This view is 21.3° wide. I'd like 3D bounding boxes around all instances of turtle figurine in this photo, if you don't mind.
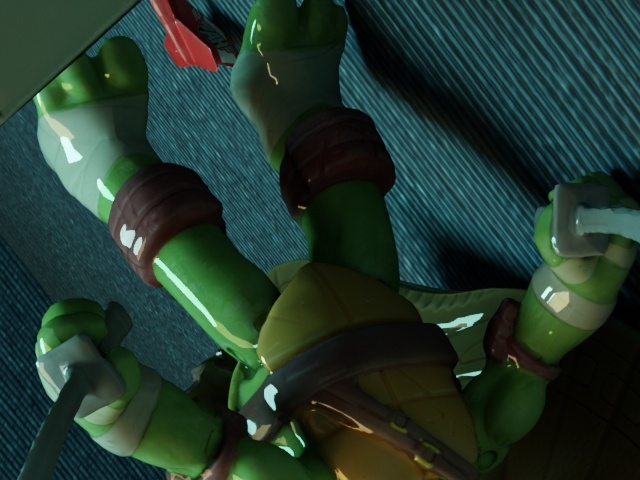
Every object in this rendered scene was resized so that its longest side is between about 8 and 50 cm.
[{"bbox_3d":[0.000,0.000,0.603,0.275,0.198,0.266,41,-166,-53],"label":"turtle figurine"}]

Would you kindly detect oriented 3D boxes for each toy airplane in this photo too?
[{"bbox_3d":[-0.087,-0.140,0.862,0.151,0.028,0.151,46,164,17],"label":"toy airplane"}]

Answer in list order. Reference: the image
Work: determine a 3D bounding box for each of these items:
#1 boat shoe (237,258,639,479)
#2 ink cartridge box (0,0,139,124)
[{"bbox_3d":[0.087,0.077,0.745,0.098,0.109,0.302,16,180,-40],"label":"boat shoe"},{"bbox_3d":[-0.123,-0.145,0.515,0.197,0.198,0.270,48,160,-11],"label":"ink cartridge box"}]
